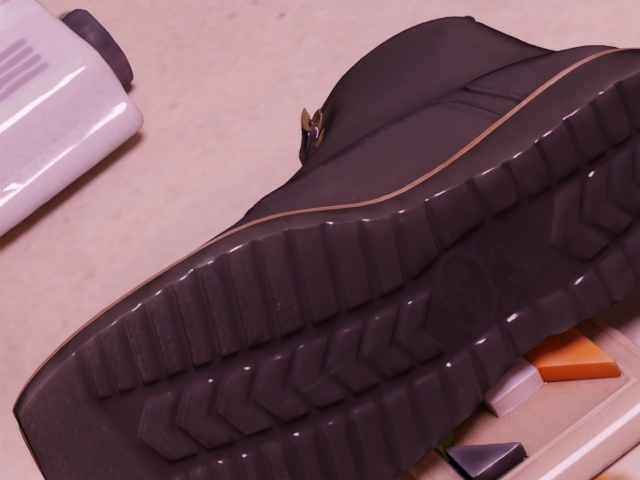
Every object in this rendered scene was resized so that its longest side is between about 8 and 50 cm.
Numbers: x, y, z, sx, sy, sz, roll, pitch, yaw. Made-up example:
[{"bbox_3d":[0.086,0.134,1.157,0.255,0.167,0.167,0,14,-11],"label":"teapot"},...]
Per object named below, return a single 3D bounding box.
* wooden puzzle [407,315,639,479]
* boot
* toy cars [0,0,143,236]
[{"bbox_3d":[0.048,0.040,0.430,0.116,0.014,0.078,-40,41,-15],"label":"wooden puzzle"},{"bbox_3d":[0.000,0.000,0.454,0.198,0.077,0.137,-24,25,-16],"label":"boot"},{"bbox_3d":[-0.160,-0.005,0.541,0.176,0.087,0.393,-14,41,16],"label":"toy cars"}]
